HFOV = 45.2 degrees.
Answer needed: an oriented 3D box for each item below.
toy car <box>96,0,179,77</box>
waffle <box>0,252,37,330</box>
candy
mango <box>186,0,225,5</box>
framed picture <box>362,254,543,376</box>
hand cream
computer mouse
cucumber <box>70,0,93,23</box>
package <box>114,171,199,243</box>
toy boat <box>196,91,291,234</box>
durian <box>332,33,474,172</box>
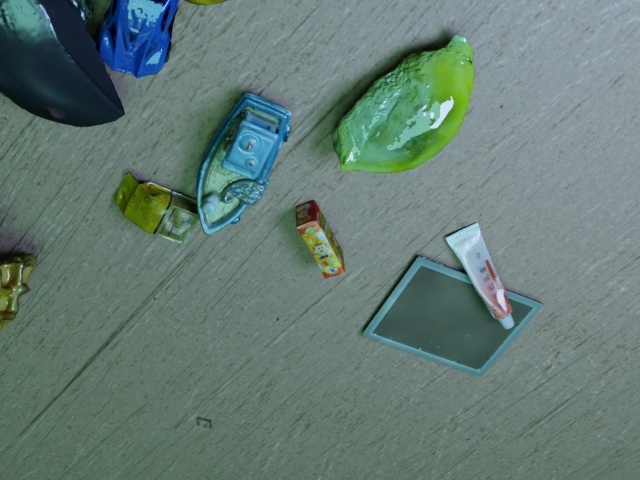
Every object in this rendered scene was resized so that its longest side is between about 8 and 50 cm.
[{"bbox_3d":[-0.234,-0.315,1.019,0.103,0.063,0.216,15,125,-14],"label":"toy car"},{"bbox_3d":[-0.583,0.023,1.148,0.151,0.261,0.324,-6,127,26],"label":"waffle"},{"bbox_3d":[0.000,0.000,1.270,0.038,0.062,0.122,-21,126,12],"label":"candy"},{"bbox_3d":[-0.104,-0.369,0.969,0.190,0.075,0.098,-46,131,12],"label":"mango"},{"bbox_3d":[0.241,0.144,1.421,0.274,0.017,0.217,22,122,-18],"label":"framed picture"},{"bbox_3d":[0.290,0.067,1.341,0.052,0.038,0.216,-40,114,-19],"label":"hand cream"},{"bbox_3d":[-0.375,-0.228,0.991,0.168,0.087,0.295,2,149,15],"label":"computer mouse"},{"bbox_3d":[-0.362,-0.370,0.965,0.077,0.077,0.265,-14,127,7],"label":"cucumber"},{"bbox_3d":[-0.261,-0.050,1.228,0.131,0.047,0.071,25,125,-22],"label":"package"},{"bbox_3d":[-0.125,-0.104,1.164,0.109,0.098,0.238,22,123,-15],"label":"toy boat"},{"bbox_3d":[0.128,-0.180,1.116,0.250,0.101,0.139,-30,122,19],"label":"durian"}]
